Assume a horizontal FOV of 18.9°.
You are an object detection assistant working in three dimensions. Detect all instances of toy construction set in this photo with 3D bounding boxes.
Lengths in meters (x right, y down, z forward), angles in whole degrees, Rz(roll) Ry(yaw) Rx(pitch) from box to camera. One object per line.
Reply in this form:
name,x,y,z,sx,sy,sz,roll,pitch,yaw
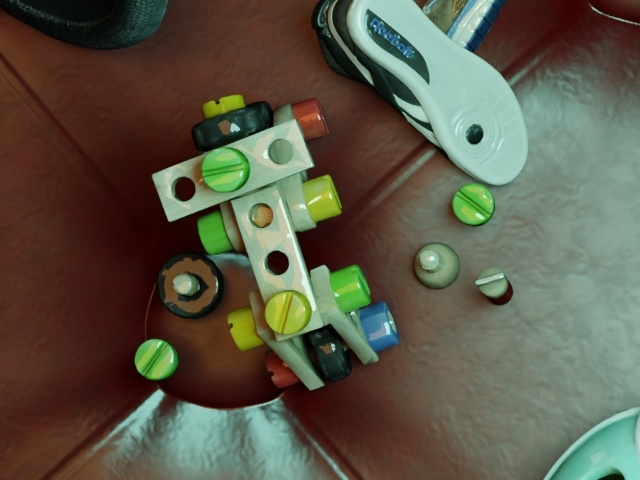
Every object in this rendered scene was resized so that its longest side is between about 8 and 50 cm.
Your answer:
toy construction set,0.000,0.000,1.556,0.309,0.237,0.257,7,86,8

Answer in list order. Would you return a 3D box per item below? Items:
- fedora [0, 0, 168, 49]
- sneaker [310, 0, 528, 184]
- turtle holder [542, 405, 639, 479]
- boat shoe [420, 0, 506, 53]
fedora,-0.229,-0.326,1.638,0.334,0.334,0.152,35,60,10
sneaker,0.081,-0.137,1.643,0.079,0.121,0.217,-49,115,-13
turtle holder,0.305,0.232,1.495,0.320,0.227,0.243,-26,81,5
boat shoe,0.143,-0.245,1.645,0.066,0.066,0.183,33,90,11
